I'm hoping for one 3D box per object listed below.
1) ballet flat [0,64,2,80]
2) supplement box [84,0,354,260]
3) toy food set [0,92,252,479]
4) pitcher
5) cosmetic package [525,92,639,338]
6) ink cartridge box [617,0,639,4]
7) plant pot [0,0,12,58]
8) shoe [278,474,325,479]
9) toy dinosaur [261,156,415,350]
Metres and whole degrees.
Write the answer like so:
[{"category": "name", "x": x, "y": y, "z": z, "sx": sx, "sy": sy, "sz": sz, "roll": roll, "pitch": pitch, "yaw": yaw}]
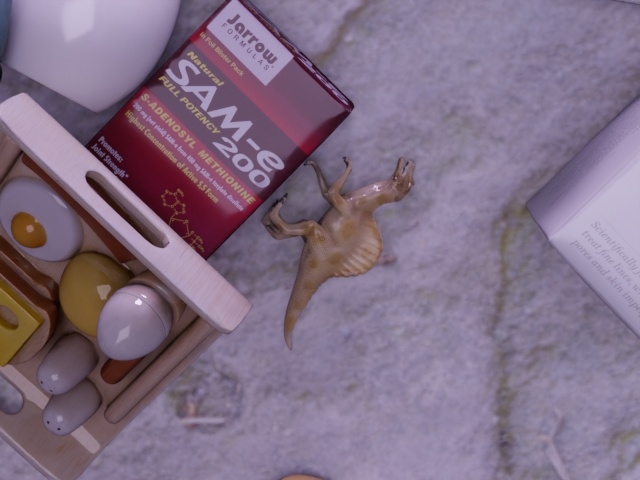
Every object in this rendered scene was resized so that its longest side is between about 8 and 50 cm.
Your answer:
[{"category": "ballet flat", "x": -0.332, "y": -0.076, "z": 1.201, "sx": 0.068, "sy": 0.072, "sz": 0.213, "roll": 43, "pitch": 99, "yaw": 23}, {"category": "supplement box", "x": -0.102, "y": -0.062, "z": 1.179, "sx": 0.130, "sy": 0.073, "sz": 0.239, "roll": 44, "pitch": 98, "yaw": -5}, {"category": "toy food set", "x": -0.207, "y": 0.053, "z": 1.131, "sx": 0.220, "sy": 0.092, "sz": 0.306, "roll": 43, "pitch": 136, "yaw": -4}, {"category": "pitcher", "x": -0.177, "y": -0.216, "z": 1.144, "sx": 0.177, "sy": 0.125, "sz": 0.207, "roll": 27, "pitch": 90, "yaw": 20}, {"category": "cosmetic package", "x": 0.260, "y": -0.013, "z": 1.111, "sx": 0.151, "sy": 0.184, "sz": 0.151, "roll": -44, "pitch": 94, "yaw": 9}, {"category": "ink cartridge box", "x": 0.200, "y": -0.230, "z": 1.145, "sx": 0.122, "sy": 0.052, "sz": 0.089, "roll": 11, "pitch": 99, "yaw": 1}, {"category": "plant pot", "x": -0.388, "y": -0.188, "z": 1.053, "sx": 0.290, "sy": 0.195, "sz": 0.290, "roll": 6, "pitch": 102, "yaw": 32}, {"category": "shoe", "x": 0.039, "y": 0.276, "z": 1.234, "sx": 0.076, "sy": 0.058, "sz": 0.219, "roll": -44, "pitch": 95, "yaw": 9}, {"category": "toy dinosaur", "x": 0.000, "y": 0.000, "z": 1.194, "sx": 0.092, "sy": 0.053, "sz": 0.183, "roll": 37, "pitch": 99, "yaw": -5}]
